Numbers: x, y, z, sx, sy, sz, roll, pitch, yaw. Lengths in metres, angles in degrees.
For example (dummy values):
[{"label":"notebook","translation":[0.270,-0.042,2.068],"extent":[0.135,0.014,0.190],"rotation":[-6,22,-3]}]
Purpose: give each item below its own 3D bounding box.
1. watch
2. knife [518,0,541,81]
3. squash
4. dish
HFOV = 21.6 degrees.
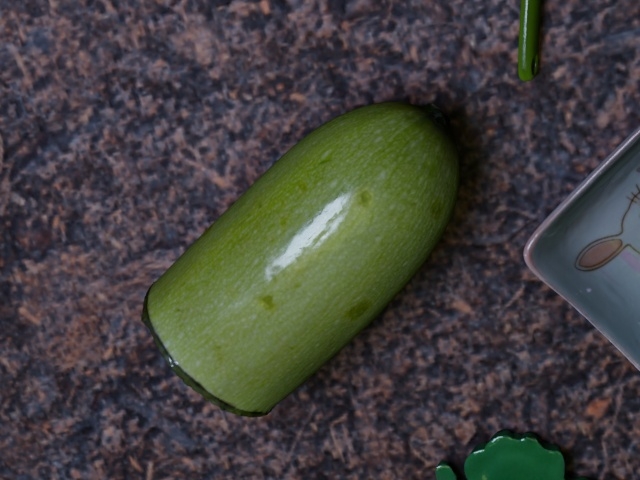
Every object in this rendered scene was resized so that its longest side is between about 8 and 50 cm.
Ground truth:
[{"label":"watch","translation":[0.128,0.236,1.225],"extent":[0.131,0.152,0.165],"rotation":[22,112,5]},{"label":"knife","translation":[0.147,-0.199,1.146],"extent":[0.026,0.022,0.184],"rotation":[14,112,33]},{"label":"squash","translation":[0.000,0.000,1.178],"extent":[0.132,0.132,0.247],"rotation":[43,110,-6]},{"label":"dish","translation":[0.261,-0.022,1.156],"extent":[0.151,0.077,0.212],"rotation":[42,109,-7]}]
